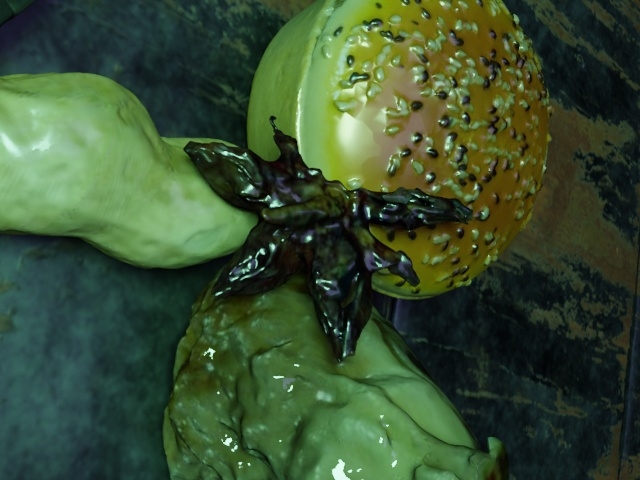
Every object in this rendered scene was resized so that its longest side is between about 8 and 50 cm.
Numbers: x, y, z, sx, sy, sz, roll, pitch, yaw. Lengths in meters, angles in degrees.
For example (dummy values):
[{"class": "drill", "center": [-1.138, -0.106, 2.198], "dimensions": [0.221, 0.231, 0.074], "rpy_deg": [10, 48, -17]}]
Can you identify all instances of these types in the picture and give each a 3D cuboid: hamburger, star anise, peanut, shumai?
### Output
[{"class": "hamburger", "center": [0.079, -0.097, 0.733], "dimensions": [0.300, 0.176, 0.301], "rpy_deg": [1, 89, -44]}, {"class": "star anise", "center": [-0.002, 0.002, 0.566], "dimensions": [0.212, 0.053, 0.157], "rpy_deg": [25, 62, -15]}, {"class": "peanut", "center": [-0.137, -0.040, 0.568], "dimensions": [0.263, 0.117, 0.101], "rpy_deg": [22, 41, -43]}, {"class": "shumai", "center": [0.052, 0.160, 0.617], "dimensions": [0.217, 0.283, 0.346], "rpy_deg": [-38, 109, -35]}]

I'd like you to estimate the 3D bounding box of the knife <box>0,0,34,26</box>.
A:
[{"class": "knife", "center": [-0.202, -0.177, 0.529], "dimensions": [0.072, 0.019, 0.245], "rpy_deg": [53, 34, -27]}]
